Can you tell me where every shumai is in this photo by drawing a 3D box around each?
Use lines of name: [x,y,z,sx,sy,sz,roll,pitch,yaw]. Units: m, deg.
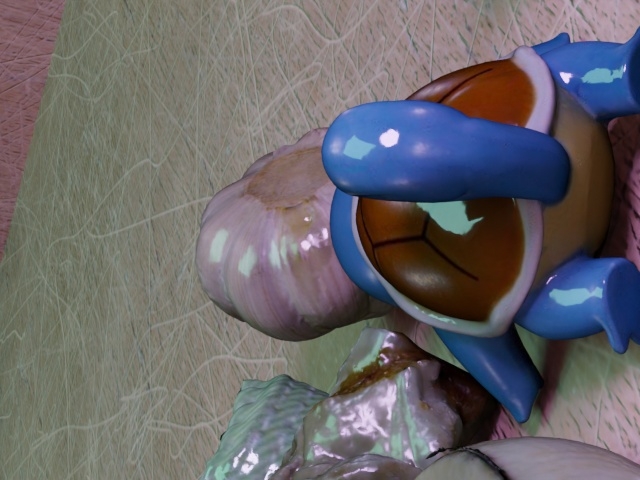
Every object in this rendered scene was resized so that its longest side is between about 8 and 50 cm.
shumai: [0.026,0.213,1.555,0.272,0.222,0.204,-39,27,24]

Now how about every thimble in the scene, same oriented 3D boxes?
thimble: [-0.039,0.228,1.710,0.219,0.150,0.219,23,-90,-87]

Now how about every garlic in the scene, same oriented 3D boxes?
garlic: [-0.004,0.002,1.753,0.152,0.228,0.228,62,177,-25]

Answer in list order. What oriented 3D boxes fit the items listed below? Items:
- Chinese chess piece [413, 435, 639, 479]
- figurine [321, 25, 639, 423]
Chinese chess piece: [0.127,0.300,1.281,0.349,0.146,0.349,-169,90,-72]
figurine: [0.125,-0.021,1.408,0.416,0.243,0.298,82,-174,-83]
